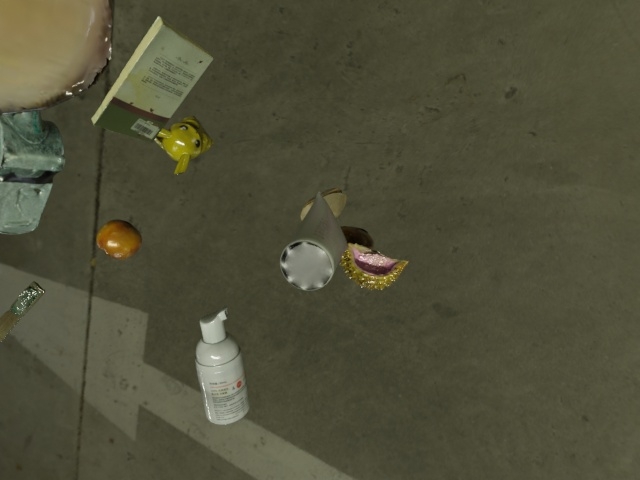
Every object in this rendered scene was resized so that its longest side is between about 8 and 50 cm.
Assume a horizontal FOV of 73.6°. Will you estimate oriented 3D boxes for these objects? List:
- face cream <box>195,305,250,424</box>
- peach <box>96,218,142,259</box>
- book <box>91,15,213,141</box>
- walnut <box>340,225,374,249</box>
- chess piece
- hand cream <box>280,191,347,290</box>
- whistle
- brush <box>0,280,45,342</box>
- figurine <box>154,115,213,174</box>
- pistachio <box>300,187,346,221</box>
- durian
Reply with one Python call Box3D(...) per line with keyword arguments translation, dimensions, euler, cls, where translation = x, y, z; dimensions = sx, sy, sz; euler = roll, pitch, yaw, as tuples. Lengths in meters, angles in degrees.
Box3D(translation=(-0.315, 0.376, 1.334), dimensions=(0.146, 0.145, 0.369), euler=(2, 109, 23), cls="face cream")
Box3D(translation=(-0.680, -0.005, 1.438), dimensions=(0.138, 0.138, 0.138), euler=(7, 107, 22), cls="peach")
Box3D(translation=(-0.403, -0.373, 1.045), dimensions=(0.026, 0.201, 0.289), euler=(46, 103, 15), cls="book")
Box3D(translation=(0.101, 0.014, 1.600), dimensions=(0.245, 0.137, 0.137), euler=(-4, 104, 47), cls="walnut")
Box3D(translation=(-0.235, -0.216, 0.284), dimensions=(0.142, 0.143, 0.260), euler=(-49, 55, 27), cls="chess piece")
Box3D(translation=(0.000, 0.000, 1.064), dimensions=(0.118, 0.358, 0.185), euler=(-25, 102, 19), cls="hand cream")
Box3D(translation=(-0.921, -0.213, 1.321), dimensions=(0.188, 0.168, 0.404), euler=(8, 99, 32), cls="whistle")
Box3D(translation=(-0.616, 0.150, 0.855), dimensions=(0.190, 0.027, 0.034), euler=(-40, 100, 19), cls="brush")
Box3D(translation=(-0.564, -0.412, 1.746), dimensions=(0.169, 0.326, 0.218), euler=(-36, 107, 10), cls="figurine")
Box3D(translation=(0.012, -0.121, 1.564), dimensions=(0.185, 0.124, 0.124), euler=(-43, 85, 5), cls="pistachio")
Box3D(translation=(0.153, 0.087, 1.325), dimensions=(0.183, 0.165, 0.132), euler=(23, 75, -15), cls="durian")
